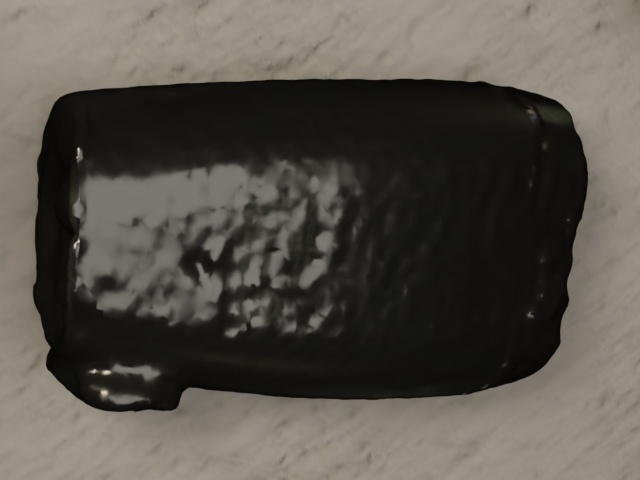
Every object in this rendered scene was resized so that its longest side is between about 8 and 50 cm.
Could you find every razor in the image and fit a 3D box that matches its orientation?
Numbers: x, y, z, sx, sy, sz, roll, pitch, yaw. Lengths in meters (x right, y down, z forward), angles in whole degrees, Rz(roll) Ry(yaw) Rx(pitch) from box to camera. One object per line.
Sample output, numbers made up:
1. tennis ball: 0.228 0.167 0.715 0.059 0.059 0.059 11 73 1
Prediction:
1. razor: 0.001 0.001 0.986 0.327 0.107 0.189 -1 103 -28
